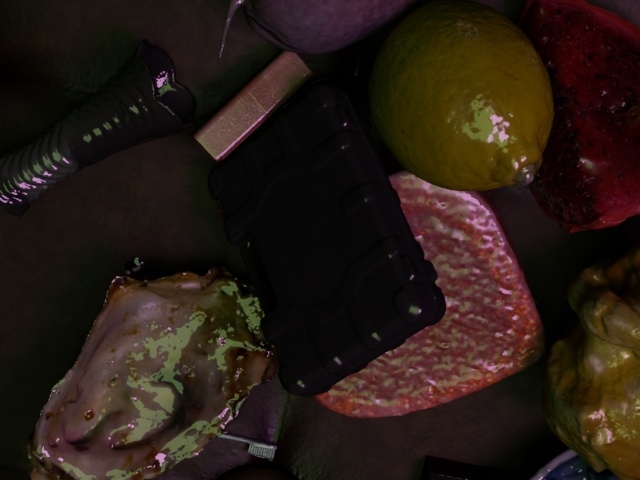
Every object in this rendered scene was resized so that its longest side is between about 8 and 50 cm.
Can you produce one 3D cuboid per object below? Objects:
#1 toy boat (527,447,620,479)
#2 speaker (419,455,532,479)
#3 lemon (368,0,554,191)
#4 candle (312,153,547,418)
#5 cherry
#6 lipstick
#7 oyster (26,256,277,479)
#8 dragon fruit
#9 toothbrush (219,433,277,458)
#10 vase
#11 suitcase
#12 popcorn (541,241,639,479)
[{"bbox_3d":[0.364,0.287,1.336,0.309,0.142,0.129,-13,81,-7],"label":"toy boat"},{"bbox_3d":[0.230,0.334,1.426,0.218,0.044,0.082,13,108,-3],"label":"speaker"},{"bbox_3d":[0.143,-0.142,1.155,0.184,0.248,0.184,-13,131,-15],"label":"lemon"},{"bbox_3d":[0.122,0.077,1.305,0.287,0.131,0.317,23,108,-9],"label":"candle"},{"bbox_3d":[0.004,-0.297,1.157,0.266,0.183,0.213,-17,126,-15],"label":"cherry"},{"bbox_3d":[-0.076,-0.149,1.258,0.145,0.045,0.045,-43,101,-4],"label":"lipstick"},{"bbox_3d":[-0.199,0.185,1.357,0.221,0.096,0.361,29,99,-10],"label":"oyster"},{"bbox_3d":[0.316,-0.125,1.228,0.211,0.134,0.262,-5,72,-11],"label":"dragon fruit"},{"bbox_3d":[-0.162,0.238,1.421,0.219,0.016,0.019,14,94,-3],"label":"toothbrush"},{"bbox_3d":[-0.262,-0.116,1.269,0.237,0.115,0.115,-28,105,14],"label":"vase"},{"bbox_3d":[0.000,0.000,1.212,0.206,0.066,0.286,-36,65,30],"label":"suitcase"},{"bbox_3d":[0.357,0.132,1.237,0.225,0.276,0.276,19,110,25],"label":"popcorn"}]
